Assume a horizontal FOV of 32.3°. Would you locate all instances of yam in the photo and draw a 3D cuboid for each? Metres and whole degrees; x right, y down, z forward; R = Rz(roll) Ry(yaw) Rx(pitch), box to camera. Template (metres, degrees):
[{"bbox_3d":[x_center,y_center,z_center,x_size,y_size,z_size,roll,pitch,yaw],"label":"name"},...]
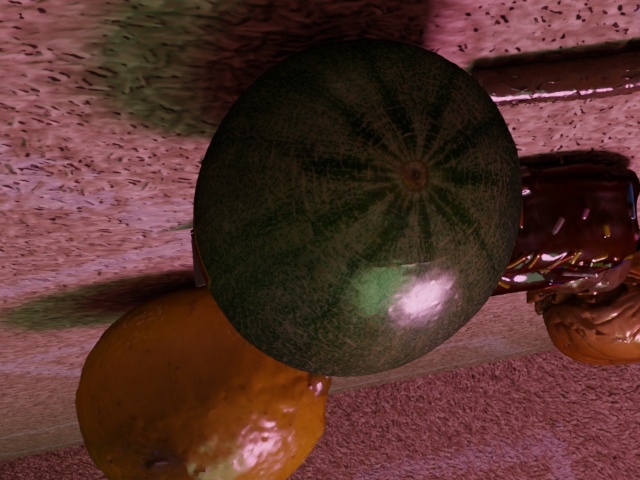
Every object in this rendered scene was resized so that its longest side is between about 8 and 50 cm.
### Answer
[{"bbox_3d":[0.168,-0.104,0.700,0.145,0.032,0.032,-7,168,-8],"label":"yam"}]

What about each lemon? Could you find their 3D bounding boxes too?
[{"bbox_3d":[-0.126,0.168,1.209,0.310,0.253,0.253,-20,165,28],"label":"lemon"}]

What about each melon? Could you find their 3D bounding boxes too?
[{"bbox_3d":[0.016,-0.012,0.637,0.182,0.182,0.288,-8,166,-10],"label":"melon"}]

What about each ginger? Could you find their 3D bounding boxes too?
[{"bbox_3d":[0.285,0.018,1.244,0.104,0.080,0.204,-25,160,33],"label":"ginger"}]

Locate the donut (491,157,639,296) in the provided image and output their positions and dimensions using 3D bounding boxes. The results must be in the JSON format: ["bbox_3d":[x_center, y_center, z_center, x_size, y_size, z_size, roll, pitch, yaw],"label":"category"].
[{"bbox_3d":[0.193,-0.001,1.037,0.216,0.096,0.230,1,163,-43],"label":"donut"}]

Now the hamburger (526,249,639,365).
[{"bbox_3d":[0.431,0.085,1.496,0.318,0.158,0.318,-7,170,-1],"label":"hamburger"}]

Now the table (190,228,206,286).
[{"bbox_3d":[0.000,0.000,0.970,0.175,0.062,0.146,-16,167,36],"label":"table"}]
